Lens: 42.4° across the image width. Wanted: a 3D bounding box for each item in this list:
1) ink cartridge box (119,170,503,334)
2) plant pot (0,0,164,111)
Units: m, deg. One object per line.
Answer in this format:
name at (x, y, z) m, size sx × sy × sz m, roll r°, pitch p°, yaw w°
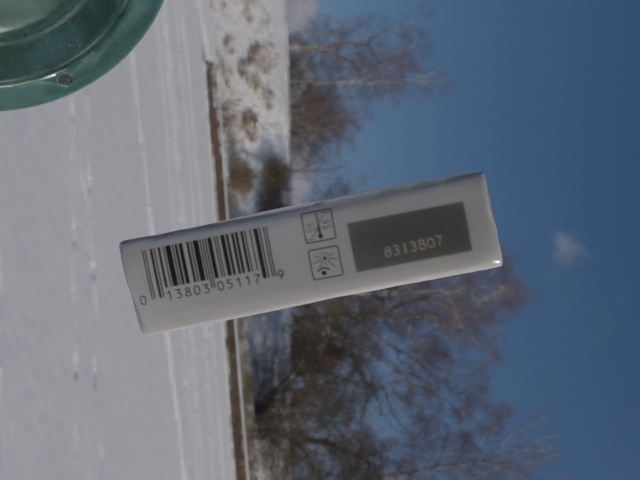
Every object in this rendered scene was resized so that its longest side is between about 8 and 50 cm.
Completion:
ink cartridge box at (0.000, 0.000, 0.519) m, size 0.232 × 0.189 × 0.066 m, roll -72°, pitch 150°, yaw -82°
plant pot at (-0.182, -0.188, 0.416) m, size 0.293 × 0.293 × 0.196 m, roll 96°, pitch -26°, yaw -46°
